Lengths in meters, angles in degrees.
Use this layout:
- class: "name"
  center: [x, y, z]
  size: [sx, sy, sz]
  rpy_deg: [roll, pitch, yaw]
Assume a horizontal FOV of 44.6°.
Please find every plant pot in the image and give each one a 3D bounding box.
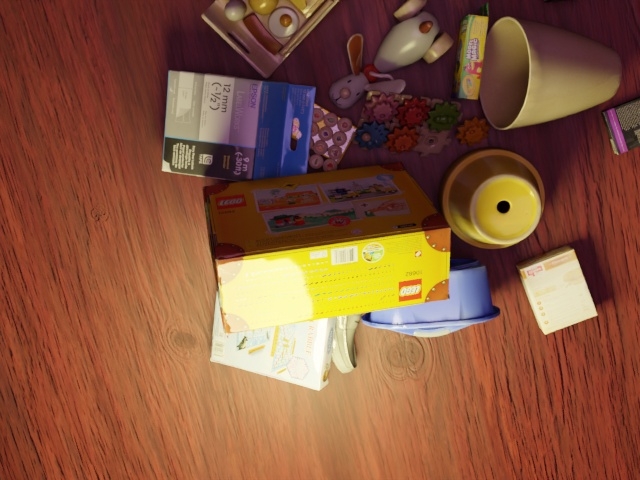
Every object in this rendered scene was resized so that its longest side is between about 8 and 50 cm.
- class: "plant pot"
  center: [0.550, -0.391, 1.834]
  size: [0.274, 0.256, 0.256]
  rpy_deg: [-3, 101, -15]
- class: "plant pot"
  center: [0.423, -0.093, 1.876]
  size: [0.254, 0.239, 0.253]
  rpy_deg: [0, 100, 2]

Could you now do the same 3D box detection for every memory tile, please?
- class: "memory tile"
  center: [0.007, -0.249, 1.949]
  size: [0.113, 0.012, 0.148]
  rpy_deg: [20, 104, 0]

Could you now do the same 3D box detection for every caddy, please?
- class: "caddy"
  center: [0.269, 0.150, 1.928]
  size: [0.342, 0.241, 0.179]
  rpy_deg: [-5, 96, 4]

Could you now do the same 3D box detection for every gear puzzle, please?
- class: "gear puzzle"
  center: [0.254, -0.265, 1.898]
  size: [0.339, 0.044, 0.175]
  rpy_deg: [5, 133, -16]

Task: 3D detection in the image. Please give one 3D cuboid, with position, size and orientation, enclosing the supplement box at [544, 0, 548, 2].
- class: "supplement box"
  center: [0.581, -0.602, 1.853]
  size: [0.083, 0.083, 0.056]
  rpy_deg: [-4, 99, 4]

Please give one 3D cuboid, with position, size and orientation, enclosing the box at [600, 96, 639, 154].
- class: "box"
  center: [0.791, -0.295, 1.931]
  size: [0.162, 0.029, 0.116]
  rpy_deg: [-21, 100, 7]

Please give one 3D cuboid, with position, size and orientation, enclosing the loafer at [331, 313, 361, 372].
- class: "loafer"
  center: [0.060, 0.184, 2.006]
  size: [0.112, 0.112, 0.319]
  rpy_deg: [-9, 100, 12]

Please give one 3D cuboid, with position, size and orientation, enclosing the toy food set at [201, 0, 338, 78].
- class: "toy food set"
  center: [-0.105, -0.568, 1.845]
  size: [0.220, 0.092, 0.306]
  rpy_deg: [43, 114, -11]

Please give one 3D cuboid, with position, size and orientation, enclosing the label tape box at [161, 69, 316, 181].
- class: "label tape box"
  center: [-0.201, -0.275, 1.913]
  size: [0.348, 0.115, 0.249]
  rpy_deg: [8, 101, 9]

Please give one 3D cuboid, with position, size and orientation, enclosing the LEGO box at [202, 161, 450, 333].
- class: "LEGO box"
  center: [0.000, 0.000, 1.778]
  size: [0.501, 0.372, 0.193]
  rpy_deg: [-8, 119, -8]

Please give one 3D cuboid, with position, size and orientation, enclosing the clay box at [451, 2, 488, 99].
- class: "clay box"
  center: [0.357, -0.450, 1.868]
  size: [0.053, 0.127, 0.222]
  rpy_deg: [4, 100, 1]

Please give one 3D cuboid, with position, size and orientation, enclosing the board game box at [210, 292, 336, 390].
- class: "board game box"
  center: [-0.116, 0.186, 1.982]
  size: [0.318, 0.066, 0.318]
  rpy_deg: [12, 102, 22]

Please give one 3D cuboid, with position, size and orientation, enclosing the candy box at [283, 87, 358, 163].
- class: "candy box"
  center: [-0.018, -0.288, 1.963]
  size: [0.206, 0.027, 0.105]
  rpy_deg: [30, 104, -3]

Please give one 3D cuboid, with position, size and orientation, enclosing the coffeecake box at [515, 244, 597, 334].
- class: "coffeecake box"
  center: [0.602, 0.125, 1.995]
  size: [0.142, 0.068, 0.185]
  rpy_deg: [-22, 99, 6]

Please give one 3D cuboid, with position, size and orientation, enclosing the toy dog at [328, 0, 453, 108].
- class: "toy dog"
  center: [0.172, -0.435, 1.860]
  size: [0.220, 0.161, 0.333]
  rpy_deg: [29, 100, -3]
